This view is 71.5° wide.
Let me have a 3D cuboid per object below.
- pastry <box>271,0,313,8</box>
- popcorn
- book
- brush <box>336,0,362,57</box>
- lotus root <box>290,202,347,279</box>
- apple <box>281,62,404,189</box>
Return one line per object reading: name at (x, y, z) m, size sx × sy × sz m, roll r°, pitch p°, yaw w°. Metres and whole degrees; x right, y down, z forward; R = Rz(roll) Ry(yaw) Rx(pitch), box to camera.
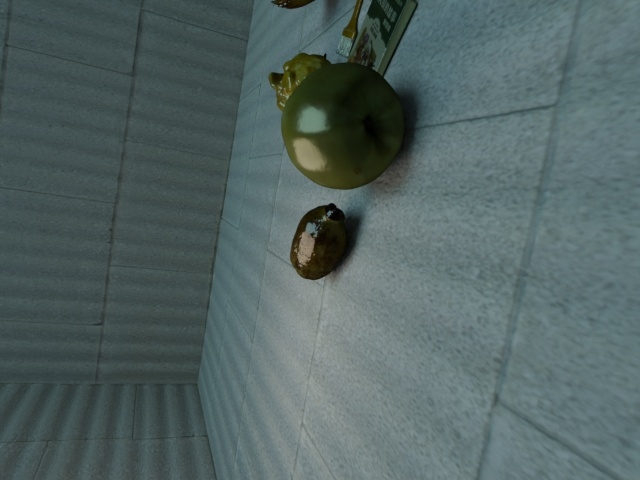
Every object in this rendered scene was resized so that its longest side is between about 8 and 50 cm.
pastry at (-0.073, -0.906, 1.360) m, size 0.163 × 0.355 × 0.356 m, roll 32°, pitch 117°, yaw 33°
popcorn at (-0.042, -0.442, 1.322) m, size 0.254 × 0.191 × 0.190 m, roll -107°, pitch -1°, yaw -50°
book at (0.134, -0.488, 1.089) m, size 0.202 × 0.027 × 0.264 m, roll -102°, pitch 28°, yaw -42°
brush at (0.104, -0.656, 1.244) m, size 0.103 × 0.013 × 0.273 m, roll -119°, pitch 42°, yaw -56°
lotus root at (0.000, 0.000, 1.130) m, size 0.145 × 0.128 × 0.260 m, roll 66°, pitch 150°, yaw 31°
apple at (0.044, -0.240, 0.940) m, size 0.262 × 0.262 × 0.263 m, roll -172°, pitch 90°, yaw -69°
